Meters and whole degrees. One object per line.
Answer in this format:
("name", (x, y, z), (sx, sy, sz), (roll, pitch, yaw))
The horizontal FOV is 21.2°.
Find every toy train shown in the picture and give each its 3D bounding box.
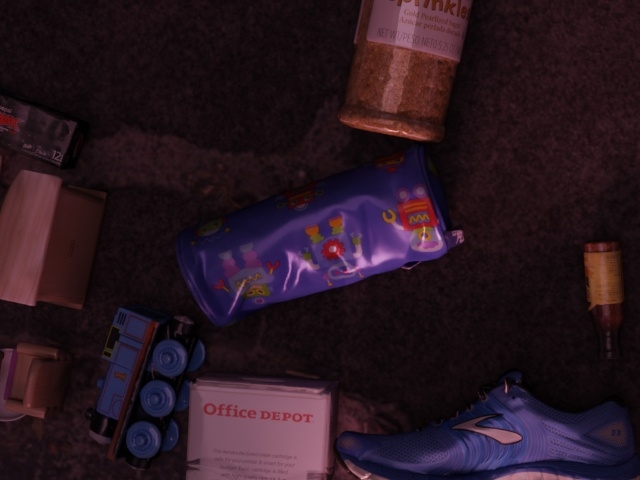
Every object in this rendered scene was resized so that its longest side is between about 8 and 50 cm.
("toy train", (-0.199, 0.162, 1.917), (0.105, 0.080, 0.184), (21, 98, 16))

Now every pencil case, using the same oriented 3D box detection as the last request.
("pencil case", (0.000, 0.000, 1.855), (0.306, 0.119, 0.133), (-19, 117, 9))

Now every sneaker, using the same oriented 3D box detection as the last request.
("sneaker", (0.179, 0.214, 1.850), (0.330, 0.130, 0.147), (-1, 79, 6))

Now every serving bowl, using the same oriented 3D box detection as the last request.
("serving bowl", (-0.356, 0.165, 1.961), (0.083, 0.027, 0.083), (-1, 86, 8))

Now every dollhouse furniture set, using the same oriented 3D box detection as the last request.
("dollhouse furniture set", (-0.422, 0.024, 1.865), (0.303, 0.198, 0.286), (11, 88, 9))

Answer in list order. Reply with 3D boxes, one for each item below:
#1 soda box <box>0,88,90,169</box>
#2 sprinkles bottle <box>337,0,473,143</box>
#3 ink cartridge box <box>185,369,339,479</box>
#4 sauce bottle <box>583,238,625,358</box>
("soda box", (-0.351, -0.136, 1.933), (0.169, 0.053, 0.060), (21, 95, 7))
("sprinkles bottle", (0.110, -0.286, 1.818), (0.121, 0.121, 0.355), (12, 94, 8))
("ink cartridge box", (-0.065, 0.258, 1.891), (0.159, 0.092, 0.218), (4, 95, 9))
("sauce bottle", (0.307, 0.063, 1.847), (0.042, 0.042, 0.128), (-3, 91, 9))
